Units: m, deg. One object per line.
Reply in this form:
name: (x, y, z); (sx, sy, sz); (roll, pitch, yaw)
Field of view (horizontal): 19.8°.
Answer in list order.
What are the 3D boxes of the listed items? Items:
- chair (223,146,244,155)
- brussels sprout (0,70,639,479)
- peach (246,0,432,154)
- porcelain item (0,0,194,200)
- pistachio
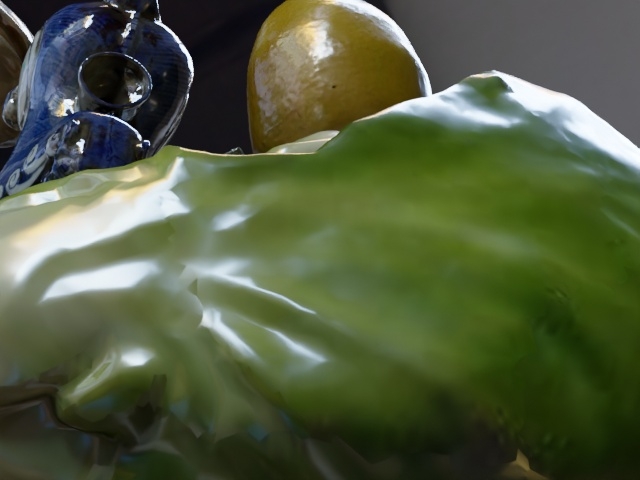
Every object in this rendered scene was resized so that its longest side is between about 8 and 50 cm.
chair: (0.000, 0.000, 2.022); (0.274, 0.191, 0.203); (64, -25, -6)
brussels sprout: (0.015, 0.078, 0.792); (0.276, 0.371, 0.314); (118, -44, -55)
peach: (0.012, -0.070, 1.403); (0.251, 0.153, 0.251); (169, -90, -79)
porcelain item: (-0.180, -0.083, 1.424); (0.138, 0.186, 0.288); (21, 51, -10)
pistachio: (-0.352, -0.184, 1.798); (0.223, 0.152, 0.126); (51, 47, -12)
